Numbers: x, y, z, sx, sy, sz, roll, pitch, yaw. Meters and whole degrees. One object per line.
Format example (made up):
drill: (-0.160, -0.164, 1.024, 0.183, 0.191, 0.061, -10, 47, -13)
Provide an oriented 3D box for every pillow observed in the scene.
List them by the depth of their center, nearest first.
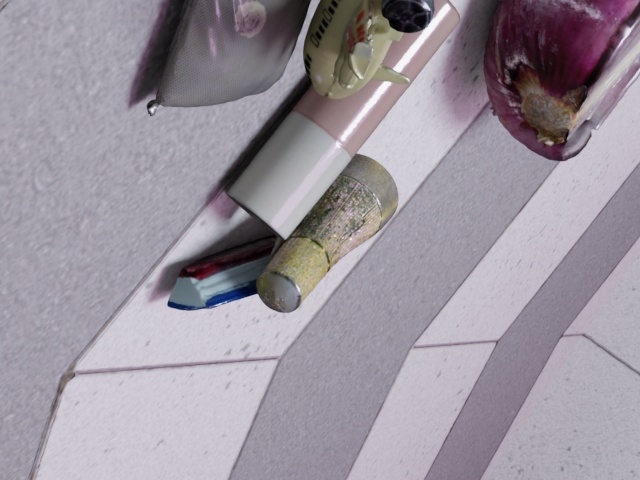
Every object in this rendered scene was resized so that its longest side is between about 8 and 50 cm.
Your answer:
pillow: (-0.034, -0.206, 0.939, 0.169, 0.059, 0.255, -26, 144, -53)

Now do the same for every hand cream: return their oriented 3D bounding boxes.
hand cream: (0.000, 0.000, 1.198, 0.203, 0.084, 0.084, -52, 163, -47)

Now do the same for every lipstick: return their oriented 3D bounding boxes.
lipstick: (0.021, -0.120, 1.145, 0.254, 0.070, 0.070, -52, 157, -4)

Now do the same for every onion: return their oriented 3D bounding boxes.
onion: (0.301, -0.258, 1.376, 0.348, 0.159, 0.267, -45, 167, -24)

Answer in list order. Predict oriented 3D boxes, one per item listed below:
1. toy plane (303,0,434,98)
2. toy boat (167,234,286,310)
toy plane: (0.041, -0.183, 0.953, 0.244, 0.092, 0.229, 103, -1, -56)
toy boat: (-0.056, 0.024, 1.219, 0.229, 0.080, 0.046, -19, 105, -52)
